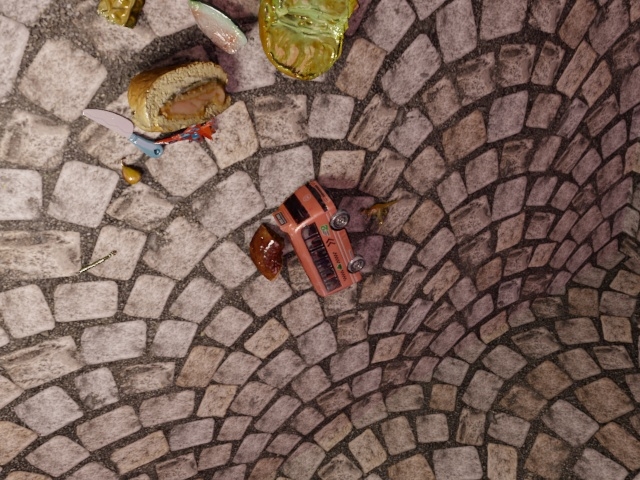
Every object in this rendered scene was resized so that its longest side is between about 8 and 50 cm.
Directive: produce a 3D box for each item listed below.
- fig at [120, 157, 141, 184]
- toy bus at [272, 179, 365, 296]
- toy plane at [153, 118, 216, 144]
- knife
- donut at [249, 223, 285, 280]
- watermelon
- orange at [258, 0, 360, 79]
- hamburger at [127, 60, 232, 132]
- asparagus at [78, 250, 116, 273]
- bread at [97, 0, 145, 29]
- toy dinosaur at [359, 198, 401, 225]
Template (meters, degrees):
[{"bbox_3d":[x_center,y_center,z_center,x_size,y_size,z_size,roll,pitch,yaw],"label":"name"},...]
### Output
[{"bbox_3d":[-0.574,-0.208,1.555,0.050,0.050,0.083,-32,111,-10],"label":"fig"},{"bbox_3d":[0.000,0.000,1.937,0.233,0.203,0.426,-29,133,-6],"label":"toy bus"},{"bbox_3d":[-0.408,-0.323,1.558,0.189,0.061,0.130,-11,165,-12],"label":"toy plane"},{"bbox_3d":[-0.563,-0.319,1.502,0.244,0.032,0.058,34,100,-37],"label":"knife"},{"bbox_3d":[-0.196,0.054,1.908,0.144,0.126,0.186,24,105,-32],"label":"donut"},{"bbox_3d":[-0.290,-0.606,1.450,0.094,0.081,0.180,-35,117,15],"label":"watermelon"},{"bbox_3d":[-0.055,-0.644,1.482,0.263,0.196,0.334,-17,133,-40],"label":"orange"},{"bbox_3d":[-0.421,-0.393,1.428,0.330,0.209,0.162,-47,135,-48],"label":"hamburger"},{"bbox_3d":[-0.715,0.070,1.668,0.127,0.015,0.018,-31,132,-11],"label":"asparagus"},{"bbox_3d":[-0.463,-0.664,1.290,0.098,0.087,0.269,18,110,-37],"label":"bread"},{"bbox_3d":[0.241,-0.136,2.099,0.162,0.039,0.126,-50,130,5],"label":"toy dinosaur"}]
